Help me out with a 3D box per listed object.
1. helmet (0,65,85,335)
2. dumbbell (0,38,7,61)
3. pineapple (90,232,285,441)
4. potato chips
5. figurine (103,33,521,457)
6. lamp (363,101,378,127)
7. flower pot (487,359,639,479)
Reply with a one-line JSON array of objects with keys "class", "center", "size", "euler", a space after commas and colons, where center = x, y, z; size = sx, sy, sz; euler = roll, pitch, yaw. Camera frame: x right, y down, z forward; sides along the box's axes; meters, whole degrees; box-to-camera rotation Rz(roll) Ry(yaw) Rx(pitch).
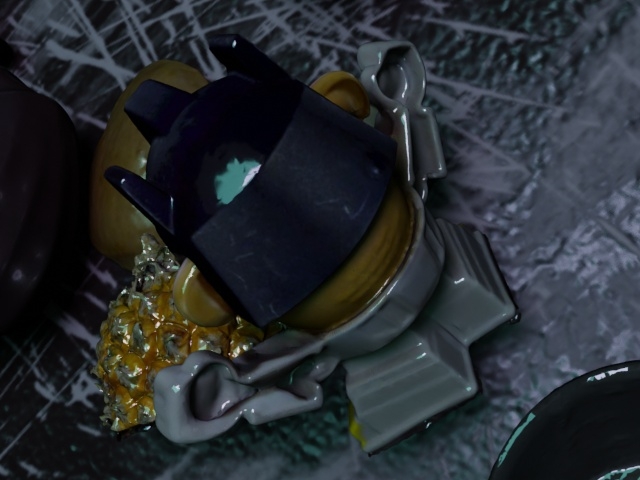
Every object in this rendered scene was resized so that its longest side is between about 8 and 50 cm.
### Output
[{"class": "helmet", "center": [-0.308, -0.018, 0.715], "size": [0.177, 0.225, 0.306], "euler": [-2, 84, 12]}, {"class": "dumbbell", "center": [-0.426, -0.162, 0.828], "size": [0.143, 0.143, 0.326], "euler": [28, 91, 25]}, {"class": "pineapple", "center": [-0.113, 0.058, 0.630], "size": [0.176, 0.161, 0.137], "euler": [-26, 89, 60]}, {"class": "potato chips", "center": [-0.161, -0.071, 0.753], "size": [0.150, 0.049, 0.202], "euler": [19, 94, 30]}, {"class": "figurine", "center": [0.003, -0.003, 0.528], "size": [0.143, 0.308, 0.309], "euler": [-13, 74, 42]}, {"class": "lamp", "center": [0.010, -0.041, 0.661], "size": [0.091, 0.091, 0.163], "euler": [38, 109, 24]}, {"class": "flower pot", "center": [0.211, 0.202, 0.481], "size": [0.268, 0.166, 0.269], "euler": [-5, 77, 21]}]
